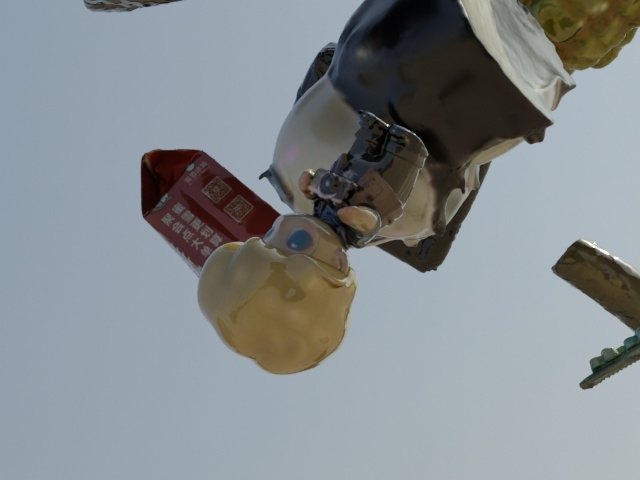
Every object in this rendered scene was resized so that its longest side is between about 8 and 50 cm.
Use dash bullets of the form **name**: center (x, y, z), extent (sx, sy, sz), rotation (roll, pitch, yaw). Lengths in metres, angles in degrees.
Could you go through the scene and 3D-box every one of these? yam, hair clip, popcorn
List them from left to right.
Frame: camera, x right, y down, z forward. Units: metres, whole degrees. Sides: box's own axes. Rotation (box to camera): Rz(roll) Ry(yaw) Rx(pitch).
- **popcorn**: center (0.287, -0.330, 1.882), extent (0.274, 0.279, 0.335), rotation (7, -42, -24)
- **hair clip**: center (0.340, 0.104, 1.580), extent (0.173, 0.049, 0.049), rotation (-28, -27, 18)
- **yam**: center (0.420, 0.101, 1.848), extent (0.067, 0.317, 0.071), rotation (-50, -18, -10)

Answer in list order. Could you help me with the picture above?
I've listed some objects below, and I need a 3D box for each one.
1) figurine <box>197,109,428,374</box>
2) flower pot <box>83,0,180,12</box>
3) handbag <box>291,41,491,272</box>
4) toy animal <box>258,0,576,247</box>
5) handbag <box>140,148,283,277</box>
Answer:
- **figurine**: center (0.000, 0.000, 1.075), extent (0.196, 0.114, 0.108), rotation (-56, -37, -5)
- **flower pot**: center (-0.108, -0.357, 1.489), extent (0.267, 0.266, 0.266), rotation (-4, -30, -1)
- **handbag**: center (0.081, -0.110, 2.043), extent (0.088, 0.275, 0.244), rotation (-47, -17, -56)
- **toy animal**: center (0.088, -0.125, 1.614), extent (0.310, 0.251, 0.251), rotation (-38, -29, 27)
- **handbag**: center (-0.154, -0.008, 2.298), extent (0.151, 0.298, 0.171), rotation (-47, -24, -11)
